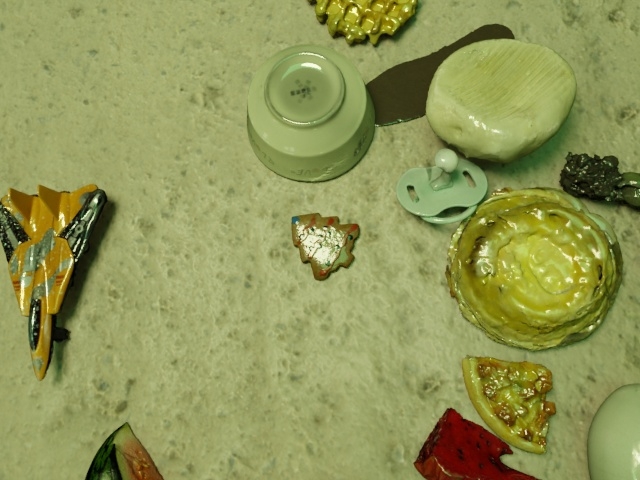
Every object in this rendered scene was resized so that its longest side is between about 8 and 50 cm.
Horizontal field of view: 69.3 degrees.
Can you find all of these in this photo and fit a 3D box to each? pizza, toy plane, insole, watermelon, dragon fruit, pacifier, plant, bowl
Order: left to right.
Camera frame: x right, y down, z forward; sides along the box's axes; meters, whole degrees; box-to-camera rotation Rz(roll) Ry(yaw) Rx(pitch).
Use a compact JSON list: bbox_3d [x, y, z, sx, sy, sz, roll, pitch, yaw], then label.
[{"bbox_3d":[-0.451,0.066,0.773,0.204,0.103,0.316,-6,86,4],"label":"toy plane"},{"bbox_3d":[-0.302,0.384,0.679,0.137,0.145,0.193,6,80,-1],"label":"watermelon"},{"bbox_3d":[-0.021,-0.228,0.782,0.237,0.126,0.238,0,80,3],"label":"bowl"},{"bbox_3d":[0.210,-0.300,0.844,0.327,0.007,0.111,-29,81,-2],"label":"insole"},{"bbox_3d":[0.199,-0.095,0.748,0.150,0.117,0.127,-8,59,3],"label":"pacifier"},{"bbox_3d":[0.244,0.353,0.703,0.192,0.122,0.092,21,121,3],"label":"dragon fruit"},{"bbox_3d":[0.301,0.235,0.719,0.175,0.046,0.134,43,85,10],"label":"pizza"},{"bbox_3d":[0.478,-0.092,0.756,0.174,0.087,0.085,16,116,3],"label":"plant"}]

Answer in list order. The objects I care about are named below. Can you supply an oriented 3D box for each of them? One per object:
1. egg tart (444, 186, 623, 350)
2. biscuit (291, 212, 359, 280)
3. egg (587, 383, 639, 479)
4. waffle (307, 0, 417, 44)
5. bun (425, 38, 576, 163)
[{"bbox_3d":[0.343,0.039,0.729,0.278,0.095,0.279,-1,81,3],"label":"egg tart"},{"bbox_3d":[0.000,0.000,0.794,0.130,0.019,0.119,34,83,9],"label":"biscuit"},{"bbox_3d":[0.456,0.308,0.643,0.151,0.151,0.209,0,77,3],"label":"egg"},{"bbox_3d":[0.092,-0.485,0.861,0.249,0.056,0.253,-27,77,-1],"label":"waffle"},{"bbox_3d":[0.285,-0.217,0.752,0.231,0.133,0.231,-4,63,8],"label":"bun"}]
